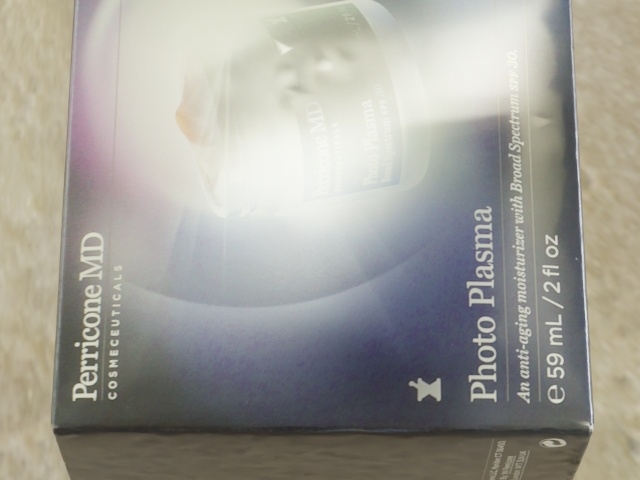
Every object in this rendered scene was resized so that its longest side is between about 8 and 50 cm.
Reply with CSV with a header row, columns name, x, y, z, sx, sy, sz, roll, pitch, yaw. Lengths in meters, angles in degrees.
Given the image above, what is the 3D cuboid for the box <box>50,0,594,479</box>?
name,x,y,z,sx,sy,sz,roll,pitch,yaw
box,0.000,0.000,1.168,0.294,0.183,0.296,-1,67,0
